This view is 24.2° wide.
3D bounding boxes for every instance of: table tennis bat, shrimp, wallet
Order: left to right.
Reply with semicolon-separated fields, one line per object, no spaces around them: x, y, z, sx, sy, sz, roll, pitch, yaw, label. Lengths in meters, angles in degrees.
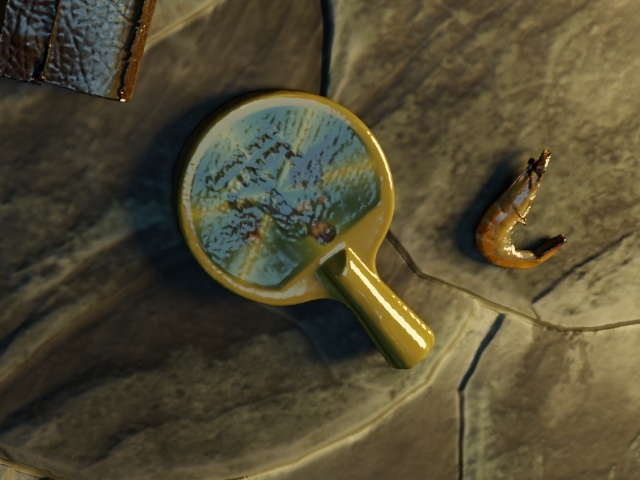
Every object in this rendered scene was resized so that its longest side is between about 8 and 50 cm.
-0.188;-0.238;1.229;0.133;0.039;0.243;12;112;-18;wallet
0.000;0.000;1.384;0.198;0.050;0.321;-38;113;5;table tennis bat
0.202;-0.028;1.421;0.091;0.025;0.127;15;115;-19;shrimp
